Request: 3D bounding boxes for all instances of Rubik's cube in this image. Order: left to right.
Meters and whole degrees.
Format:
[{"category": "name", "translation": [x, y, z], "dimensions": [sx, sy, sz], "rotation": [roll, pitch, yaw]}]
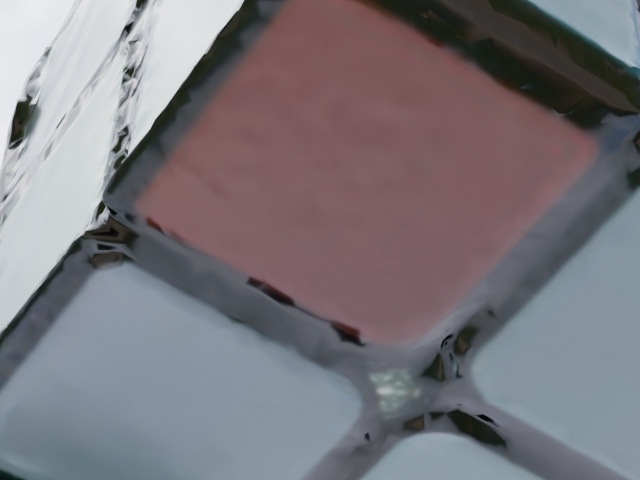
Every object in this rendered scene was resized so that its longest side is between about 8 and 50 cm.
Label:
[{"category": "Rubik's cube", "translation": [0.024, -0.022, 0.468], "dimensions": [0.167, 0.180, 0.183], "rotation": [28, -144, -19]}]
